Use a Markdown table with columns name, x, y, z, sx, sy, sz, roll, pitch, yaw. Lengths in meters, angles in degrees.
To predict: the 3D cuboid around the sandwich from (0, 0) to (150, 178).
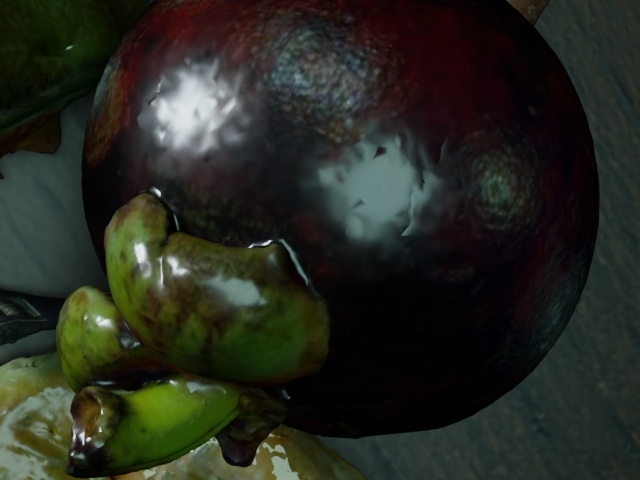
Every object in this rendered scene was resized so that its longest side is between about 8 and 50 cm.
| name | x | y | z | sx | sy | sz | roll | pitch | yaw |
| --- | --- | --- | --- | --- | --- | --- | --- | --- | --- |
| sandwich | -0.234 | -0.101 | 0.953 | 0.250 | 0.162 | 0.301 | 18 | 112 | -43 |

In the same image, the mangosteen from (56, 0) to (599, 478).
| name | x | y | z | sx | sy | sz | roll | pitch | yaw |
| --- | --- | --- | --- | --- | --- | --- | --- | --- | --- |
| mangosteen | 0.000 | 0.000 | 0.908 | 0.306 | 0.306 | 0.359 | 28 | 57 | -10 |

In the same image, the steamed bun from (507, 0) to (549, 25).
| name | x | y | z | sx | sy | sz | roll | pitch | yaw |
| --- | --- | --- | --- | --- | --- | --- | --- | --- | --- |
| steamed bun | 0.073 | -0.194 | 1.057 | 0.175 | 0.106 | 0.145 | 30 | 92 | 3 |

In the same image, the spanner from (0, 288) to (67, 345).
| name | x | y | z | sx | sy | sz | roll | pitch | yaw |
| --- | --- | --- | --- | --- | --- | --- | --- | --- | --- |
| spanner | -0.110 | 0.053 | 1.045 | 0.315 | 0.087 | 0.024 | 4 | 106 | -14 |

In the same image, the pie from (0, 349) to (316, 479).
| name | x | y | z | sx | sy | sz | roll | pitch | yaw |
| --- | --- | --- | --- | --- | --- | --- | --- | --- | --- |
| pie | -0.123 | 0.202 | 1.050 | 0.306 | 0.071 | 0.306 | 0 | 90 | -13 |

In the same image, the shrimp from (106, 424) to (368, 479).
| name | x | y | z | sx | sy | sz | roll | pitch | yaw |
| --- | --- | --- | --- | --- | --- | --- | --- | --- | --- |
| shrimp | -0.028 | 0.185 | 1.009 | 0.236 | 0.053 | 0.133 | 31 | 80 | -7 |
